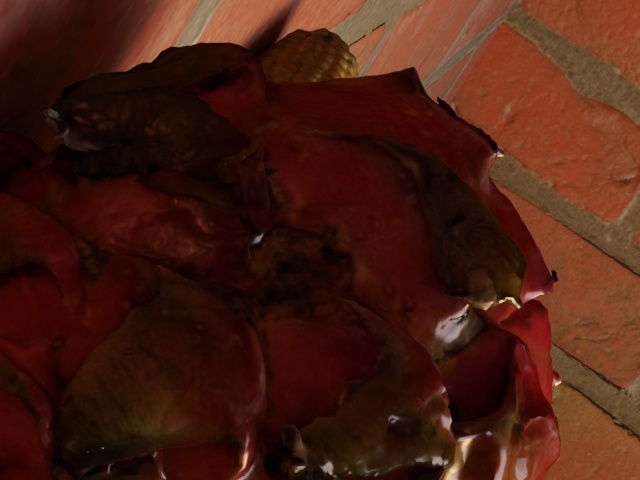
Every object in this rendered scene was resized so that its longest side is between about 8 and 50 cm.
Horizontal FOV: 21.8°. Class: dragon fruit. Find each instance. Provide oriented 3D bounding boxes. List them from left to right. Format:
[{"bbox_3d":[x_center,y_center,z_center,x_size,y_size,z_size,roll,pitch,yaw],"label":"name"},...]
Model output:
[{"bbox_3d":[-0.060,0.070,0.673,0.291,0.250,0.269,-28,156,-23],"label":"dragon fruit"}]

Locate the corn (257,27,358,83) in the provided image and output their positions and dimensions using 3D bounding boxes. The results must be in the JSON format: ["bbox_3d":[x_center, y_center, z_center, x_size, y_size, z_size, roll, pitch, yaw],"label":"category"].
[{"bbox_3d":[-0.055,-0.035,0.976,0.288,0.086,0.086,-54,176,-45],"label":"corn"}]
